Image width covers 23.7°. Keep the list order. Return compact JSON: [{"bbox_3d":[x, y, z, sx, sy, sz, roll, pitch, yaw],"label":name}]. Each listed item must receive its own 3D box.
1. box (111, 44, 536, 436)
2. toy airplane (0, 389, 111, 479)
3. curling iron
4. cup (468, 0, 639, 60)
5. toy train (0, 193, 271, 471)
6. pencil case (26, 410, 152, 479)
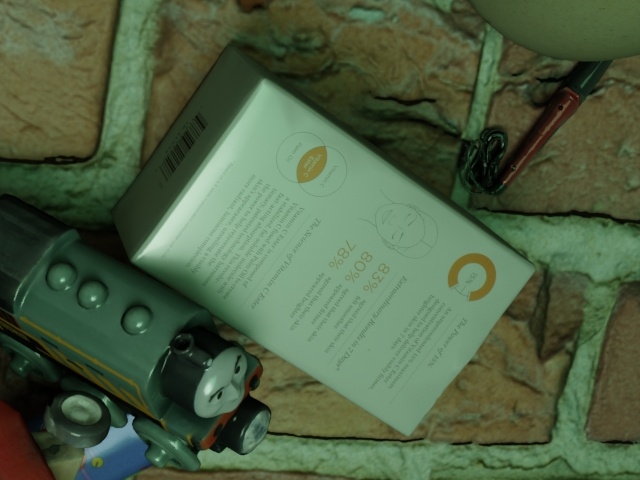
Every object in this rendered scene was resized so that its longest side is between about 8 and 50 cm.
[{"bbox_3d":[0.000,0.000,1.510,0.345,0.168,0.215,34,97,-22],"label":"box"},{"bbox_3d":[-0.408,0.151,1.333,0.384,0.272,0.386,-12,101,35],"label":"toy airplane"},{"bbox_3d":[0.248,-0.152,1.597,0.274,0.035,0.068,-45,113,3],"label":"curling iron"},{"bbox_3d":[0.300,-0.321,1.429,0.331,0.237,0.331,-3,103,-13],"label":"cup"},{"bbox_3d":[-0.196,0.086,1.411,0.142,0.334,0.190,-53,155,-19],"label":"toy train"},{"bbox_3d":[-0.251,0.212,1.542,0.306,0.133,0.119,-30,84,-5],"label":"pencil case"}]
